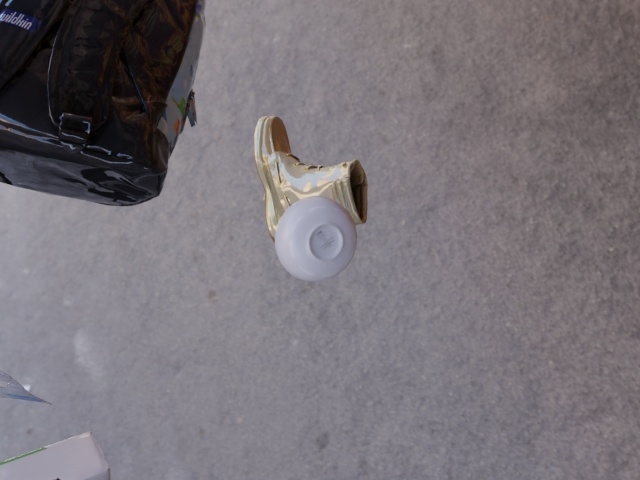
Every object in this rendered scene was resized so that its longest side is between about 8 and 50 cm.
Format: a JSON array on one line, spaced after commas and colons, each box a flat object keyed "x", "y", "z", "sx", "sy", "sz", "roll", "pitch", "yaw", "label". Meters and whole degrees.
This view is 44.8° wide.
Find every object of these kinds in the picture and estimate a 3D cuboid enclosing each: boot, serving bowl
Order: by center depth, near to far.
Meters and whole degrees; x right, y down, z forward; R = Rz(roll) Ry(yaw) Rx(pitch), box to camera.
[{"x": 0.000, "y": 0.000, "z": 0.738, "sx": 0.083, "sy": 0.083, "sz": 0.027, "roll": -61, "pitch": 23, "yaw": -5, "label": "serving bowl"}, {"x": -0.017, "y": -0.134, "z": 1.477, "sx": 0.203, "sy": 0.095, "sz": 0.262, "roll": -15, "pitch": 76, "yaw": 29, "label": "boot"}]

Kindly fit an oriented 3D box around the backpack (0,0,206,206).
[{"x": -0.267, "y": -0.221, "z": 0.881, "sx": 0.273, "sy": 0.290, "sz": 0.356, "roll": 115, "pitch": 167, "yaw": -70, "label": "backpack"}]

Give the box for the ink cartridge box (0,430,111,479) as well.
[{"x": -0.533, "y": 0.546, "z": 1.566, "sx": 0.117, "sy": 0.201, "sz": 0.278, "roll": 46, "pitch": 140, "yaw": 41, "label": "ink cartridge box"}]

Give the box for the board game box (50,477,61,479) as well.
[{"x": -0.326, "y": 0.430, "z": 0.942, "sx": 0.060, "sy": 0.194, "sz": 0.194, "roll": -31, "pitch": 14, "yaw": 35, "label": "board game box"}]

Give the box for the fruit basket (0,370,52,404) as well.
[{"x": -0.513, "y": 0.149, "z": 0.858, "sx": 0.353, "sy": 0.327, "sz": 0.165, "roll": 13, "pitch": 69, "yaw": -1, "label": "fruit basket"}]
